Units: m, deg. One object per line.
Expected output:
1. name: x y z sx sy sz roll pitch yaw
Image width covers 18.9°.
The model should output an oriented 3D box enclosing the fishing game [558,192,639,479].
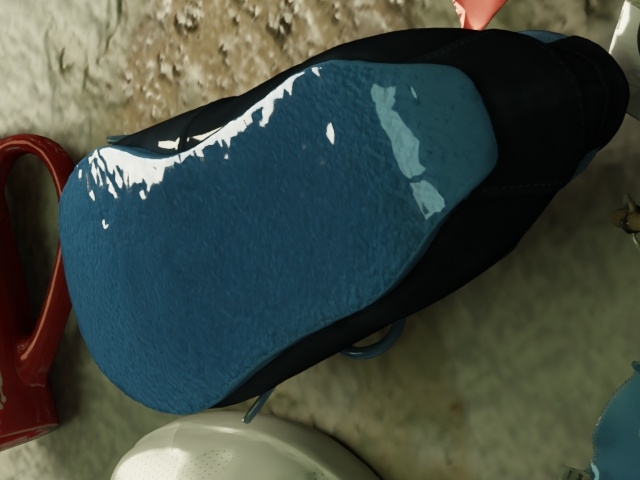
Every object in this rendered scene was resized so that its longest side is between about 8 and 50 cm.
1. fishing game: 0.137 0.121 0.657 0.189 0.041 0.264 16 111 60

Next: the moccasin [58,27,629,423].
1. moccasin: 0.000 0.000 0.764 0.342 0.116 0.138 -11 97 60

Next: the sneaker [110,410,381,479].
1. sneaker: -0.040 0.156 0.790 0.292 0.169 0.108 23 113 46

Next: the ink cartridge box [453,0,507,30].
1. ink cartridge box: 0.072 -0.211 0.677 0.225 0.056 0.181 -50 41 38

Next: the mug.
1. mug: -0.195 0.026 0.998 0.150 0.113 0.169 -26 78 49

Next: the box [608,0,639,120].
1. box: 0.201 -0.072 0.584 0.233 0.044 0.159 35 119 41
